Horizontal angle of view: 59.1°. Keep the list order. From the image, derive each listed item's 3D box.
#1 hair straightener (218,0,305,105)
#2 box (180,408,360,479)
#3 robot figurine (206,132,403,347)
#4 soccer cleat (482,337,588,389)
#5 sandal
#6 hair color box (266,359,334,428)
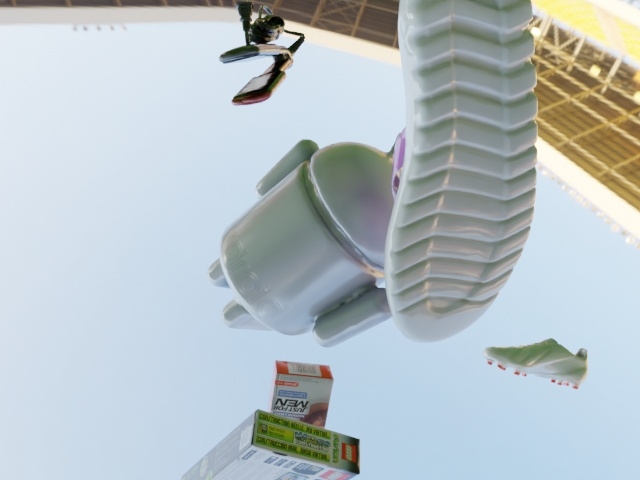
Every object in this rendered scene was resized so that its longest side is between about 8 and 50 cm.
[{"bbox_3d":[-0.053,-0.212,0.594,0.047,0.089,0.230,-7,-154,18],"label":"hair straightener"},{"bbox_3d":[-0.061,0.244,0.585,0.114,0.207,0.036,23,-136,-20],"label":"box"},{"bbox_3d":[0.000,0.000,0.799,0.200,0.353,0.300,13,-135,-57],"label":"robot figurine"},{"bbox_3d":[0.373,0.202,0.982,0.196,0.076,0.068,15,175,-10],"label":"soccer cleat"},{"bbox_3d":[0.138,-0.088,0.591,0.169,0.416,0.102,-6,-156,-17],"label":"sandal"},{"bbox_3d":[-0.039,0.282,0.903,0.093,0.167,0.053,7,-167,-8],"label":"hair color box"}]
